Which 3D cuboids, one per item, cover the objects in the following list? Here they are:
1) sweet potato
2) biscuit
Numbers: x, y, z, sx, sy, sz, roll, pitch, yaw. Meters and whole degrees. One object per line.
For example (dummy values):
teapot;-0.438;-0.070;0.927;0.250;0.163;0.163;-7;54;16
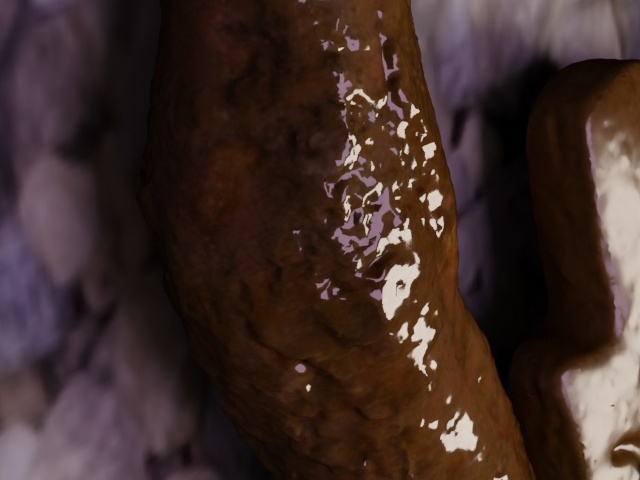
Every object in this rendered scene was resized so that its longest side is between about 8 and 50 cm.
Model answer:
sweet potato;-0.001;0.004;0.574;0.114;0.092;0.341;-66;148;-47
biscuit;0.144;0.068;0.766;0.278;0.043;0.301;19;81;-56
